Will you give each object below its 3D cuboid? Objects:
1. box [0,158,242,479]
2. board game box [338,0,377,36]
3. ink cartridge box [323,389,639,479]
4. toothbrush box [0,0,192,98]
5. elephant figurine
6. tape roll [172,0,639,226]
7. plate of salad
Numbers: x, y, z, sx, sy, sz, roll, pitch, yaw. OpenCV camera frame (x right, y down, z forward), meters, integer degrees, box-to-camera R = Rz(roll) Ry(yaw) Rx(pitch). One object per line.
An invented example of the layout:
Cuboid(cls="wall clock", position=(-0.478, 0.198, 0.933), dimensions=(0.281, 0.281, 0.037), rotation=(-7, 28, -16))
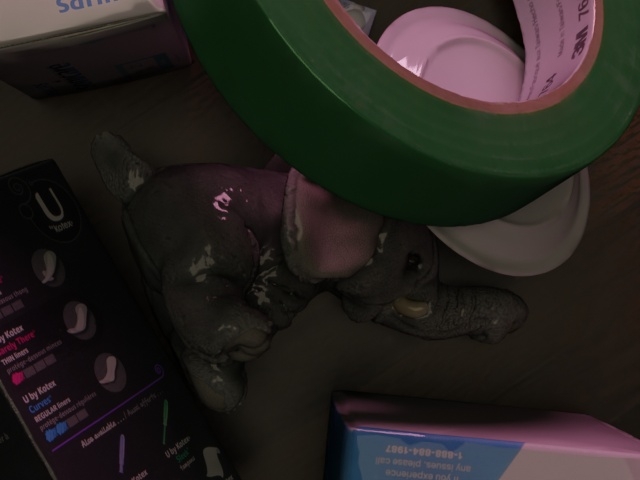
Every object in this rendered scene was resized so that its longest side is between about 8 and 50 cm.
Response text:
Cuboid(cls="box", position=(-0.195, 0.111, 0.782), dimensions=(0.165, 0.143, 0.270), rotation=(-29, 92, 32))
Cuboid(cls="board game box", position=(-0.016, -0.136, 0.880), dimensions=(0.090, 0.020, 0.090), rotation=(18, 89, -2))
Cuboid(cls="ink cartridge box", position=(0.093, 0.250, 0.794), dimensions=(0.198, 0.197, 0.270), rotation=(6, 89, -3))
Cuboid(cls="toothbrush box", position=(-0.178, -0.254, 0.777), dimensions=(0.126, 0.216, 0.296), rotation=(-12, 89, -2))
Cuboid(cls="elephant figurine", position=(0.000, 0.000, 0.832), dimensions=(0.239, 0.186, 0.169), rotation=(-24, 47, -12))
Cuboid(cls="tape roll", position=(0.061, -0.169, 0.769), dimensions=(0.321, 0.077, 0.321), rotation=(13, 62, -26))
Cuboid(cls="plate of salad", position=(0.106, -0.066, 0.836), dimensions=(0.199, 0.048, 0.200), rotation=(16, 61, -31))
